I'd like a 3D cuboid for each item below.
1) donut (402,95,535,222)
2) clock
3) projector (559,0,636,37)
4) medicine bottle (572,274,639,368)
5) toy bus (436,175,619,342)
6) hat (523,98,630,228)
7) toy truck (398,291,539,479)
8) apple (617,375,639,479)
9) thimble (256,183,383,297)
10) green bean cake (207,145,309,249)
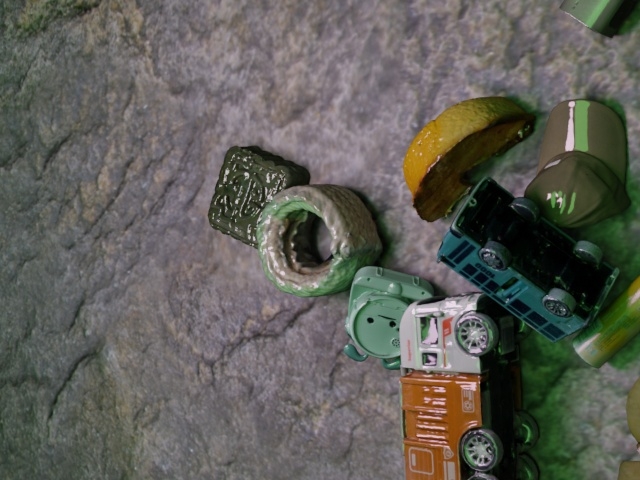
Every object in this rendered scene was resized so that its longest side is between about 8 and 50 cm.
[{"bbox_3d":[0.222,-0.148,1.580,0.259,0.152,0.101,-44,60,28],"label":"donut"},{"bbox_3d":[0.118,0.147,1.695,0.148,0.060,0.189,12,110,1],"label":"clock"},{"bbox_3d":[0.431,-0.370,1.452,0.083,0.083,0.082,42,116,26],"label":"projector"},{"bbox_3d":[0.483,0.105,1.453,0.074,0.074,0.218,52,122,23],"label":"medicine bottle"},{"bbox_3d":[0.311,0.033,1.468,0.256,0.128,0.147,36,153,2],"label":"toy bus"},{"bbox_3d":[0.390,-0.122,1.480,0.166,0.144,0.173,3,117,35],"label":"hat"},{"bbox_3d":[0.235,0.276,1.579,0.206,0.173,0.388,-2,91,35],"label":"toy truck"},{"bbox_3d":[0.564,0.298,1.295,0.258,0.233,0.295,-28,52,54],"label":"apple"},{"bbox_3d":[0.000,0.000,1.755,0.219,0.150,0.219,4,97,37],"label":"thimble"},{"bbox_3d":[-0.128,-0.085,1.888,0.183,0.094,0.185,26,103,34],"label":"green bean cake"}]
